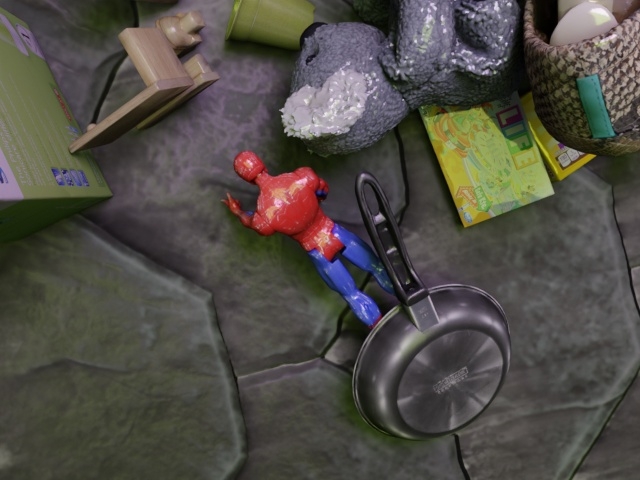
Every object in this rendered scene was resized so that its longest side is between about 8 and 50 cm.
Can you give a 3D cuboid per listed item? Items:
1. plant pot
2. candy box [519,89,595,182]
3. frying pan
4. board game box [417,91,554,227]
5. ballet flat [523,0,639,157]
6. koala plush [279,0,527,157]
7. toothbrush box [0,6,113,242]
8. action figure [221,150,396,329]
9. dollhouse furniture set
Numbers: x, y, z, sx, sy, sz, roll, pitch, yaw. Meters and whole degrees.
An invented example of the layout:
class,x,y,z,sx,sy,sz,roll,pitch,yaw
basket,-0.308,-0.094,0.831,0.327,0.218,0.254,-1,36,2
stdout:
class,x,y,z,sx,sy,sz,roll,pitch,yaw
plant pot,-0.050,-0.236,0.596,0.079,0.083,0.083,15,93,-19
candy box,0.324,-0.168,0.651,0.205,0.027,0.105,-35,92,-1
frying pan,0.130,0.082,0.596,0.197,0.053,0.326,-8,115,-18
board game box,0.180,-0.105,0.632,0.103,0.026,0.154,-22,96,12
ballet flat,0.244,-0.309,0.474,0.182,0.164,0.483,35,60,-47
koala plush,0.058,-0.165,0.543,0.221,0.196,0.203,-41,92,4
toothbrush box,-0.311,-0.104,0.476,0.122,0.283,0.206,-25,97,-3
action figure,0.000,0.000,0.615,0.091,0.139,0.280,-46,119,-2
dollhouse furniture set,-0.197,-0.193,0.563,0.123,0.144,0.151,-25,98,27
